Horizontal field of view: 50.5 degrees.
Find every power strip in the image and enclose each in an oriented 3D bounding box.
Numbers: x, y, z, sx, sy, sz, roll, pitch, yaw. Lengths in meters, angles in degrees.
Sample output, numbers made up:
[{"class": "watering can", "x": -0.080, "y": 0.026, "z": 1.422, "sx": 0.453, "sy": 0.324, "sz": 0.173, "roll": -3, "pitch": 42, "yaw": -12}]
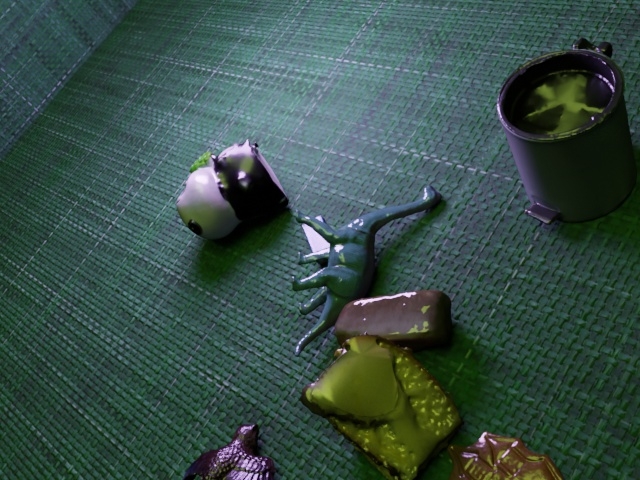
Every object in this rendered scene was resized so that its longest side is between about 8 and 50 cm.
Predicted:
[{"class": "power strip", "x": 0.000, "y": 0.000, "z": 1.600, "sx": 0.056, "sy": 0.032, "sz": 0.123, "roll": -30, "pitch": 48, "yaw": 10}]

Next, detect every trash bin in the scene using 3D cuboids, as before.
[{"class": "trash bin", "x": 0.475, "y": -0.194, "z": 1.294, "sx": 0.217, "sy": 0.262, "sz": 0.277, "roll": 32, "pitch": 78, "yaw": 42}]

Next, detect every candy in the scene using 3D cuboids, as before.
[{"class": "candy", "x": 0.144, "y": 0.167, "z": 1.344, "sx": 0.234, "sy": 0.102, "sz": 0.104, "roll": -8, "pitch": 55, "yaw": 25}]

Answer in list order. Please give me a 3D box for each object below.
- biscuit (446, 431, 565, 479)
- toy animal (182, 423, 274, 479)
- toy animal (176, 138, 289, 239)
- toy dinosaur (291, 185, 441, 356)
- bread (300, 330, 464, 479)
[{"class": "biscuit", "x": 0.291, "y": 0.408, "z": 1.125, "sx": 0.182, "sy": 0.034, "sz": 0.215, "roll": -50, "pitch": 47, "yaw": -10}, {"class": "toy animal", "x": -0.179, "y": 0.439, "z": 1.333, "sx": 0.218, "sy": 0.116, "sz": 0.179, "roll": -6, "pitch": 56, "yaw": 36}, {"class": "toy animal", "x": -0.240, "y": -0.130, "z": 1.724, "sx": 0.267, "sy": 0.212, "sz": 0.212, "roll": -26, "pitch": 48, "yaw": 4}, {"class": "toy dinosaur", "x": 0.108, "y": 0.058, "z": 1.464, "sx": 0.331, "sy": 0.129, "sz": 0.383, "roll": -3, "pitch": 67, "yaw": 5}, {"class": "bread", "x": 0.114, "y": 0.294, "z": 1.233, "sx": 0.204, "sy": 0.162, "sz": 0.262, "roll": -44, "pitch": 89, "yaw": -6}]
